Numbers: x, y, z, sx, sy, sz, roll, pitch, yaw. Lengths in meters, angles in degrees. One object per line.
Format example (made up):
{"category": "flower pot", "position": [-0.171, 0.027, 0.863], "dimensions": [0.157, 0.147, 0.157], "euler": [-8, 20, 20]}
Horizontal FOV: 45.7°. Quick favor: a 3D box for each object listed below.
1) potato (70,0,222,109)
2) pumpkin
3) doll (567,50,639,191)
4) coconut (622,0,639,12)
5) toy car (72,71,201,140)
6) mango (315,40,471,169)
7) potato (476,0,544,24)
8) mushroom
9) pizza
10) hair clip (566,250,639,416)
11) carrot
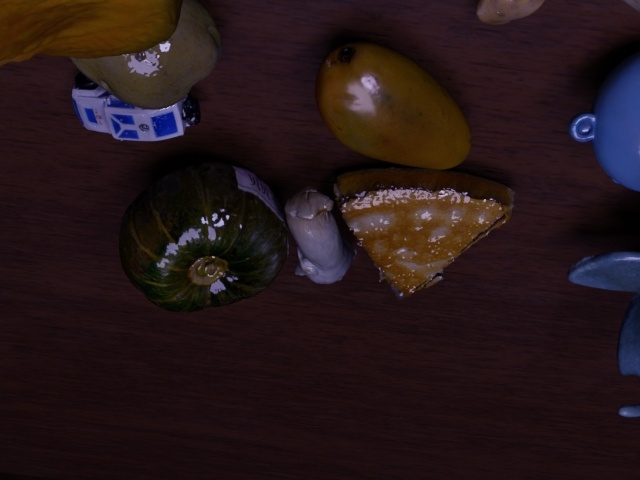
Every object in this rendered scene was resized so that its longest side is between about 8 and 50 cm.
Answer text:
{"category": "potato", "position": [-0.215, -0.242, 0.878], "dimensions": [0.194, 0.157, 0.157], "euler": [41, 133, -19]}
{"category": "pumpkin", "position": [-0.179, -0.013, 1.140], "dimensions": [0.260, 0.189, 0.260], "euler": [-14, 141, -11]}
{"category": "doll", "position": [0.449, -0.147, 0.898], "dimensions": [0.314, 0.141, 0.177], "euler": [-5, 111, -3]}
{"category": "coconut", "position": [0.328, -0.300, 0.636], "dimensions": [0.239, 0.244, 0.239], "euler": [-20, 143, -16]}
{"category": "toy car", "position": [-0.246, -0.175, 1.015], "dimensions": [0.171, 0.070, 0.080], "euler": [4, 142, 4]}
{"category": "mango", "position": [0.093, -0.158, 0.957], "dimensions": [0.253, 0.113, 0.138], "euler": [26, 135, -35]}
{"category": "potato", "position": [0.209, -0.272, 0.837], "dimensions": [0.068, 0.062, 0.083], "euler": [36, 157, -13]}
{"category": "mushroom", "position": [0.000, 0.003, 1.160], "dimensions": [0.099, 0.096, 0.278], "euler": [-7, 161, 5]}
{"category": "pizza", "position": [0.175, -0.022, 1.154], "dimensions": [0.251, 0.074, 0.287], "euler": [-9, 141, 20]}
{"category": "hair clip", "position": [0.562, 0.106, 1.062], "dimensions": [0.392, 0.238, 0.318], "euler": [7, 156, -36]}
{"category": "carrot", "position": [-0.235, -0.279, 0.686], "dimensions": [0.242, 0.340, 0.241], "euler": [7, 160, 2]}
